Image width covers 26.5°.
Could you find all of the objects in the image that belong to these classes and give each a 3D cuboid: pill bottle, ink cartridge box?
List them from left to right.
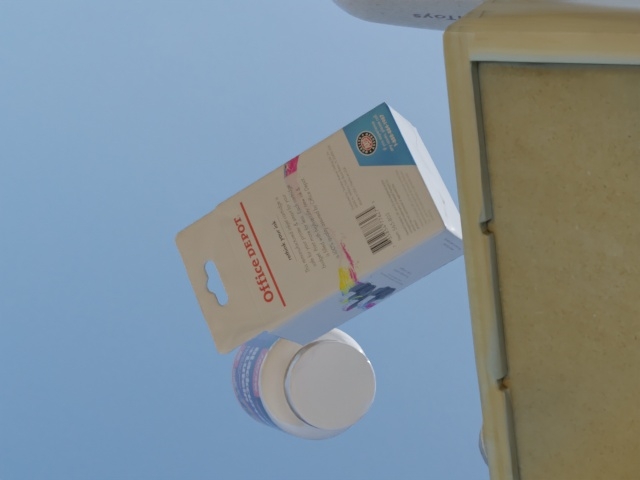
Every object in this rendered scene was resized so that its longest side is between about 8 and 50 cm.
[{"bbox_3d":[-0.014,0.132,1.289,0.108,0.108,0.193,-54,-169,-12],"label":"pill bottle"},{"bbox_3d":[0.000,0.000,0.940,0.181,0.061,0.104,-30,-114,16],"label":"ink cartridge box"}]

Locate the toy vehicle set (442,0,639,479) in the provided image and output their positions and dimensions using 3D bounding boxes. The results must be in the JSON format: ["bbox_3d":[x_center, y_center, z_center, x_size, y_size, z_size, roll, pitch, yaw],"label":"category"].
[{"bbox_3d":[0.160,0.030,0.306,0.267,0.166,0.035,7,-153,32],"label":"toy vehicle set"}]

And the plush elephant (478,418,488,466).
[{"bbox_3d":[0.316,0.219,1.643,0.272,0.330,0.255,-30,-155,6],"label":"plush elephant"}]

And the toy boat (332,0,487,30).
[{"bbox_3d":[0.116,-0.241,0.929,0.268,0.318,0.148,6,-97,4],"label":"toy boat"}]
